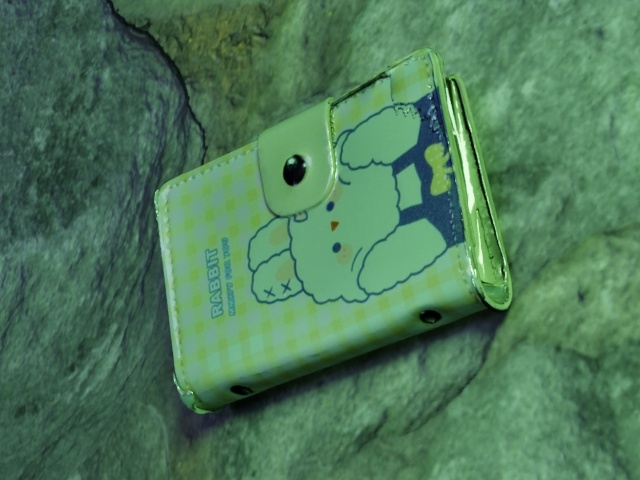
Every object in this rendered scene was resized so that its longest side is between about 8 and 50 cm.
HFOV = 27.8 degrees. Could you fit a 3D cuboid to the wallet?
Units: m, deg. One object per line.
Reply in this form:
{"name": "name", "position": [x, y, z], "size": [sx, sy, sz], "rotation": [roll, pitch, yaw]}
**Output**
{"name": "wallet", "position": [0.000, 0.000, 1.040], "size": [0.309, 0.077, 0.223], "rotation": [-25, 60, 36]}
